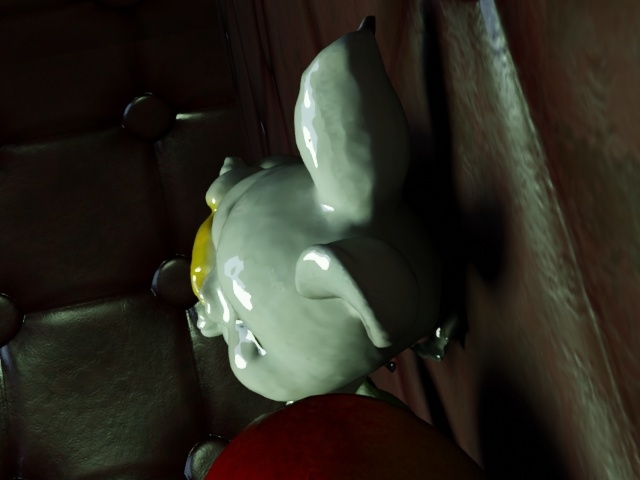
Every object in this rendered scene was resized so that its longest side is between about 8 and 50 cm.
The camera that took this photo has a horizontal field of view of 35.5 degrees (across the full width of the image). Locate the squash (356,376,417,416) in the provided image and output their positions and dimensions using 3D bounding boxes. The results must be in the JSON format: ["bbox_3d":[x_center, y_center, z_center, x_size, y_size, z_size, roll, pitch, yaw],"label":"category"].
[{"bbox_3d":[0.064,0.205,0.686,0.087,0.087,0.331,85,168,-48],"label":"squash"}]

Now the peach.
[{"bbox_3d":[0.030,0.195,0.523,0.226,0.189,0.196,50,121,40],"label":"peach"}]

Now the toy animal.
[{"bbox_3d":[-0.001,0.007,0.644,0.325,0.154,0.209,126,148,-63],"label":"toy animal"}]
